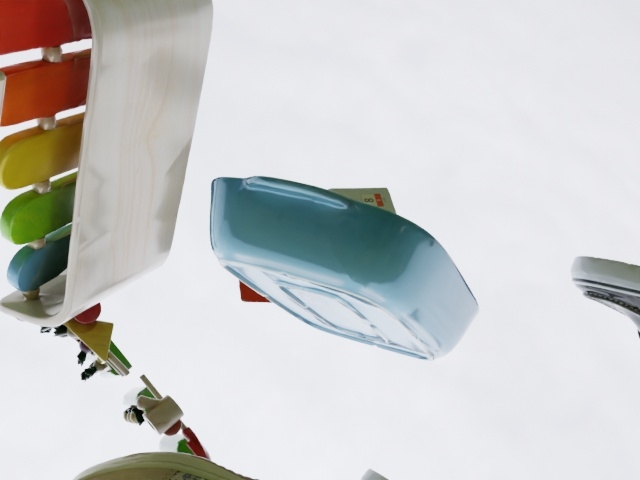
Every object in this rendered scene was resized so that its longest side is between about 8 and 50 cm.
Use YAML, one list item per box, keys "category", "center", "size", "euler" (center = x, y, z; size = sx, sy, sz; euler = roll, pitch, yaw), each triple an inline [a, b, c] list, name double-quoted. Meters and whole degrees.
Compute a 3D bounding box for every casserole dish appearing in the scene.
- category: "casserole dish"
  center: [0.013, 0.022, 0.392]
  size: [0.114, 0.188, 0.037]
  euler: [13, -106, 24]

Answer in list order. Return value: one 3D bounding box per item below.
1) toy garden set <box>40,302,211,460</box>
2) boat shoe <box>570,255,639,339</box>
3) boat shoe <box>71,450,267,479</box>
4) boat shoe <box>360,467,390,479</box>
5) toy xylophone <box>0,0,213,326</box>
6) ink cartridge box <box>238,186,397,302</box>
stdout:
- category: "toy garden set"
  center: [-0.206, 0.156, 0.812]
  size: [0.049, 0.204, 0.244]
  euler: [-39, -85, -24]
- category: "boat shoe"
  center: [0.479, 0.120, 1.026]
  size: [0.335, 0.121, 0.119]
  euler: [22, -89, 4]
- category: "boat shoe"
  center: [-0.084, 0.234, 0.605]
  size: [0.285, 0.104, 0.089]
  euler: [0, -151, 17]
- category: "boat shoe"
  center: [0.151, 0.458, 1.117]
  size: [0.102, 0.108, 0.301]
  euler: [-43, -113, -13]
- category: "toy xylophone"
  center: [-0.175, -0.064, 0.554]
  size: [0.081, 0.322, 0.236]
  euler: [28, -156, 18]
- category: "ink cartridge box"
  center: [0.000, 0.000, 0.840]
  size: [0.179, 0.045, 0.145]
  euler: [1, -137, -13]
